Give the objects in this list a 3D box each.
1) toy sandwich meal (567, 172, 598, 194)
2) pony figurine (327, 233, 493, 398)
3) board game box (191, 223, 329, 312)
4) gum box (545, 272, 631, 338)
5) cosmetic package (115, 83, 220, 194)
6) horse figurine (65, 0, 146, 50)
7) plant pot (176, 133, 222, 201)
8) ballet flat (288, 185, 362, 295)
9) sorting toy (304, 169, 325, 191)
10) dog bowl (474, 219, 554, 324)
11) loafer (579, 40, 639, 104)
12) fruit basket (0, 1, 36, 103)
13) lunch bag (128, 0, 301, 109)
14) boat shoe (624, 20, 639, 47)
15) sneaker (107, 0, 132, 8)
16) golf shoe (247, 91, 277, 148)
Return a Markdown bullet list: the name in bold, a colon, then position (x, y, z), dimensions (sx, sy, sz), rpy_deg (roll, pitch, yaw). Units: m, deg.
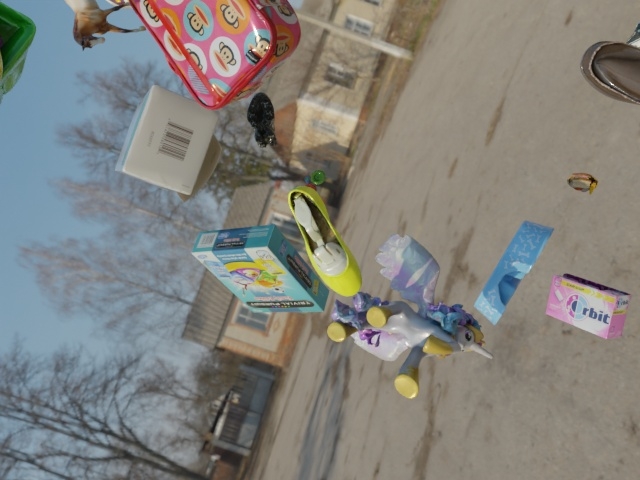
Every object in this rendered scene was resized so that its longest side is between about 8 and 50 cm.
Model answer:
- **toy sandwich meal**: position (0.688, -0.148, 1.570), dimensions (0.085, 0.085, 0.029), rpy_deg (113, 178, -67)
- **pony figurine**: position (0.181, 0.178, 1.314), dimensions (0.363, 0.351, 0.303), rpy_deg (-2, -60, -55)
- **board game box**: position (-0.162, 0.092, 1.701), dimensions (0.336, 0.254, 0.079), rpy_deg (53, -137, -44)
- **gum box**: position (0.651, 0.156, 1.475), dimensions (0.188, 0.062, 0.107), rpy_deg (25, 112, 56)
- **cosmetic package**: position (-0.364, -0.221, 1.381), dimensions (0.365, 0.155, 0.197), rpy_deg (14, 85, 67)
- **horse figurine**: position (-0.533, -0.565, 1.405), dimensions (0.174, 0.263, 0.066), rpy_deg (-25, -7, -26)
- **plant pot**: position (-0.418, -0.287, 1.839), dimensions (0.191, 0.284, 0.284), rpy_deg (-34, -3, -6)
- **ballet flat**: position (0.000, 0.000, 1.105), dimensions (0.077, 0.231, 0.077), rpy_deg (-29, -12, 11)
- **sorting toy**: position (-0.023, -0.192, 2.047), dimensions (0.102, 0.061, 0.042), rpy_deg (-53, -21, -6)
- **dog bowl**: position (0.481, 0.078, 1.511), dimensions (0.166, 0.074, 0.297), rpy_deg (-35, -29, -54)
- **loafer**: position (0.808, -0.381, 1.428), dimensions (0.134, 0.366, 0.130), rpy_deg (-65, -11, 10)
- **fruit basket**: position (-0.655, -0.287, 0.981), dimensions (0.392, 0.283, 0.392), rpy_deg (-60, 9, 17)
- **lunch bag**: position (-0.196, -0.383, 1.024), dimensions (0.258, 0.293, 0.120), rpy_deg (-33, 2, 41)
- **boat shoe**: position (0.961, -0.615, 1.738), dimensions (0.219, 0.078, 0.070), rpy_deg (-29, 82, 63)
- **sneaker**: position (-0.502, -0.669, 1.627), dimensions (0.084, 0.185, 0.069), rpy_deg (134, 149, -63)
- **golf shoe**: position (-0.164, -0.348, 1.657), dimensions (0.198, 0.077, 0.094), rpy_deg (92, 173, -58)
